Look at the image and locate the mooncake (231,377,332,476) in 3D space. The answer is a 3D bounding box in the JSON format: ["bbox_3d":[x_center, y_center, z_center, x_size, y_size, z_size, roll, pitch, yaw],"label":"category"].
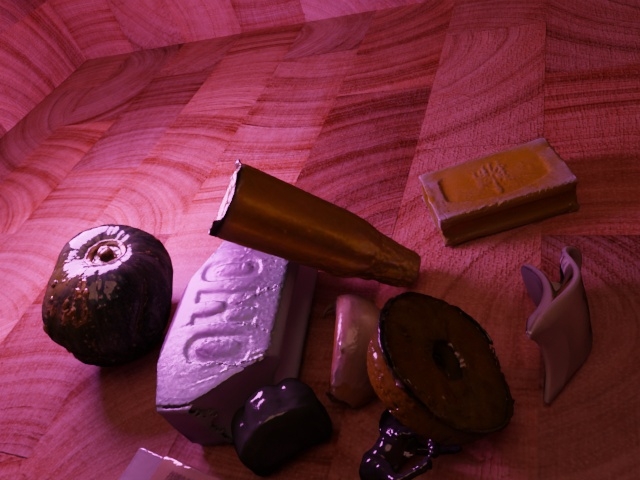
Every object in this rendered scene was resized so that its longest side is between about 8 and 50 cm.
[{"bbox_3d":[-0.069,0.331,0.945,0.174,0.169,0.104,1,24,-23],"label":"mooncake"}]

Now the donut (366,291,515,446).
[{"bbox_3d":[0.188,0.220,0.887,0.271,0.107,0.272,20,35,-14],"label":"donut"}]

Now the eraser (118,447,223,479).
[{"bbox_3d":[-0.210,0.471,0.887,0.343,0.078,0.144,8,49,31],"label":"eraser"}]

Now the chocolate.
[{"bbox_3d":[0.000,0.000,1.088,0.444,0.162,0.162,22,41,-18],"label":"chocolate"}]

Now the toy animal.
[{"bbox_3d":[0.131,0.356,0.875,0.148,0.085,0.233,8,50,44],"label":"toy animal"}]

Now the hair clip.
[{"bbox_3d":[0.422,0.119,0.936,0.113,0.173,0.282,-12,30,23],"label":"hair clip"}]

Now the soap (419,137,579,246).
[{"bbox_3d":[0.403,-0.115,1.229,0.314,0.091,0.199,-16,43,7],"label":"soap"}]

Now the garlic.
[{"bbox_3d":[0.065,0.195,1.037,0.164,0.145,0.245,-40,31,28],"label":"garlic"}]

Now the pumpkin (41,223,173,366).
[{"bbox_3d":[-0.488,0.128,1.227,0.291,0.258,0.328,0,40,4],"label":"pumpkin"}]

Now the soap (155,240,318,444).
[{"bbox_3d":[-0.168,0.183,1.112,0.261,0.156,0.447,-6,45,17],"label":"soap"}]
